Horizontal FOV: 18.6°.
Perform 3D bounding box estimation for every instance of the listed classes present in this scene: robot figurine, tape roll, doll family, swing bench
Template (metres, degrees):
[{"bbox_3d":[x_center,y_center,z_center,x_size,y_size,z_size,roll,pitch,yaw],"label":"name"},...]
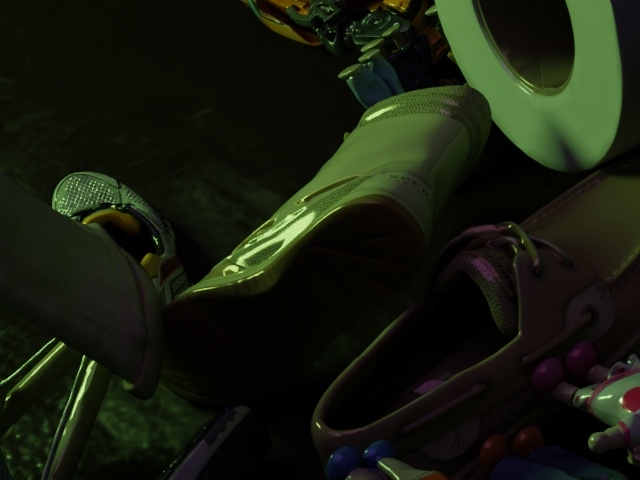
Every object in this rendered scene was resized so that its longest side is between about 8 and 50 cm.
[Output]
[{"bbox_3d":[0.046,-0.235,1.666,0.211,0.085,0.291,-44,41,-16],"label":"robot figurine"},{"bbox_3d":[0.206,-0.190,1.376,0.169,0.246,0.246,-24,35,-21],"label":"tape roll"},{"bbox_3d":[0.097,-0.121,1.502,0.193,0.111,0.076,-36,14,-13],"label":"doll family"},{"bbox_3d":[-0.253,0.067,1.267,0.165,0.253,0.255,29,85,46],"label":"swing bench"},{"bbox_3d":[0.143,0.163,1.139,0.263,0.118,0.163,-23,26,-29],"label":"doll family"}]

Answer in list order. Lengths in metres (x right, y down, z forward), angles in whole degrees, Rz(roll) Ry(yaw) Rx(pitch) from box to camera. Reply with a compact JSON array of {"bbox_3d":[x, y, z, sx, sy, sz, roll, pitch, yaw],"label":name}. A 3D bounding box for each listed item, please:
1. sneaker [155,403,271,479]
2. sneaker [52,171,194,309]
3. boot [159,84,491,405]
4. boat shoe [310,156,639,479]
[{"bbox_3d":[-0.072,0.213,1.202,0.107,0.124,0.283,-50,2,30],"label":"sneaker"},{"bbox_3d":[-0.152,-0.001,1.489,0.088,0.093,0.225,-31,37,-10],"label":"sneaker"},{"bbox_3d":[0.000,0.000,1.380,0.262,0.095,0.203,-37,12,37],"label":"boot"},{"bbox_3d":[0.128,0.047,1.263,0.121,0.110,0.341,18,54,42],"label":"boat shoe"}]
